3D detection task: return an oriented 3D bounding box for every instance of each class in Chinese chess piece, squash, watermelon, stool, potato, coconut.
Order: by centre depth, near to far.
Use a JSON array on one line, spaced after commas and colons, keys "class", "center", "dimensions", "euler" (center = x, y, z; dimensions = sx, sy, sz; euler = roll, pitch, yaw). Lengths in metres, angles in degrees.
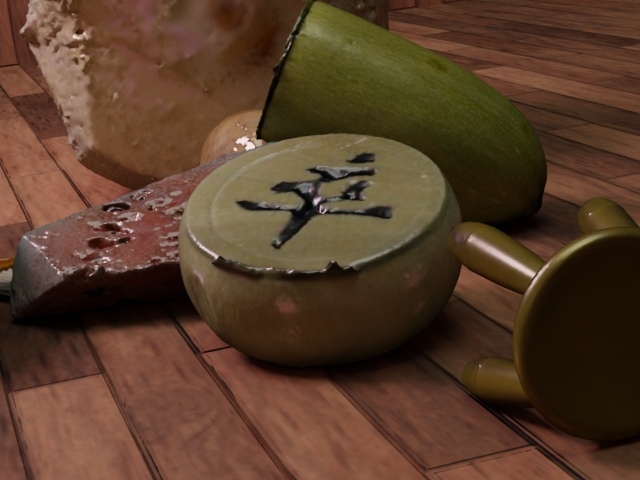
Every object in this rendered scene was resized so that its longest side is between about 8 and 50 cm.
[{"class": "stool", "center": [0.135, 0.040, 0.732], "dimensions": [0.134, 0.135, 0.110], "euler": [36, 0, -17]}, {"class": "Chinese chess piece", "center": [0.000, 0.000, 0.898], "dimensions": [0.188, 0.083, 0.188], "euler": [-6, 34, 4]}, {"class": "watermelon", "center": [-0.118, 0.011, 1.034], "dimensions": [0.241, 0.095, 0.154], "euler": [-11, 25, -14]}, {"class": "squash", "center": [0.078, -0.094, 1.131], "dimensions": [0.247, 0.133, 0.132], "euler": [25, 17, 0]}, {"class": "potato", "center": [-0.055, -0.070, 1.237], "dimensions": [0.112, 0.112, 0.147], "euler": [-12, 17, -19]}, {"class": "coconut", "center": [-0.114, -0.254, 1.436], "dimensions": [0.404, 0.405, 0.404], "euler": [-6, 15, 2]}]

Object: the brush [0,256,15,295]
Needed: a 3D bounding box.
[{"class": "brush", "center": [-0.334, 0.022, 1.191], "dimensions": [0.314, 0.017, 0.090], "euler": [5, 16, 38]}]
